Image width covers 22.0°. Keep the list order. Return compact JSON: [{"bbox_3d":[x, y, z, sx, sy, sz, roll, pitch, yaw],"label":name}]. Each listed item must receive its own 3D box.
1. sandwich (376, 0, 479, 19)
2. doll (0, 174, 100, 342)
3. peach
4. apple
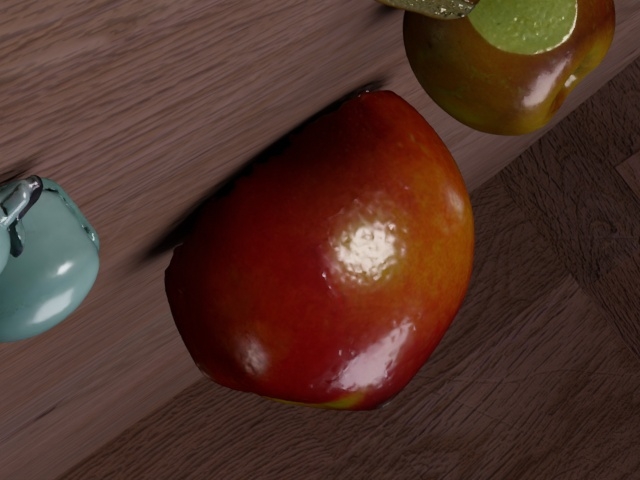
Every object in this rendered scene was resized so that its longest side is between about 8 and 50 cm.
[{"bbox_3d":[0.059,-0.127,0.794,0.083,0.044,0.031,-32,178,-27],"label":"sandwich"},{"bbox_3d":[-0.150,0.027,0.624,0.158,0.059,0.159,-34,173,-30],"label":"doll"},{"bbox_3d":[0.000,0.000,1.114,0.196,0.226,0.190,3,168,40],"label":"peach"},{"bbox_3d":[0.103,-0.113,0.888,0.114,0.102,0.099,-37,174,-11],"label":"apple"}]
